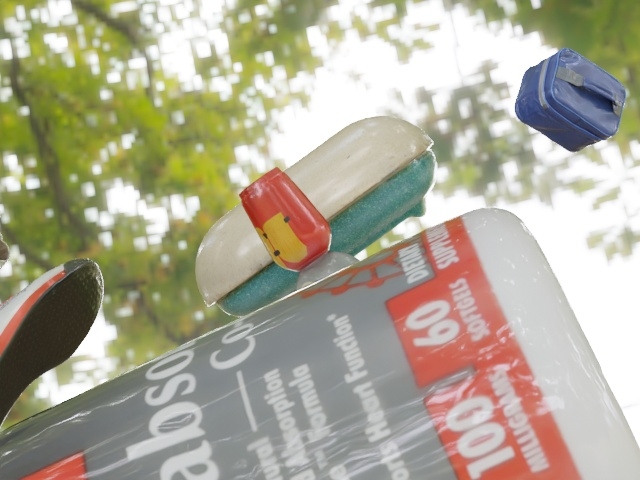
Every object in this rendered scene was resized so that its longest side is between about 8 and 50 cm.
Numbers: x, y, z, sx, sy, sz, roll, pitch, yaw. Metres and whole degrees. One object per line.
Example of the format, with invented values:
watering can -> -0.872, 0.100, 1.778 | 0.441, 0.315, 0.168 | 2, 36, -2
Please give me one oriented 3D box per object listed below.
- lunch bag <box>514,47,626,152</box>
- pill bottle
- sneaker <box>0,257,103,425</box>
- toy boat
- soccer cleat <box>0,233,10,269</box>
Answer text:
lunch bag -> 0.241, -0.130, 1.574 | 0.098, 0.067, 0.065 | 27, -27, -22
pill bottle -> -0.037, 0.150, 0.727 | 0.363, 0.210, 0.210 | -26, -21, 5
sneaker -> -0.333, 0.103, 1.594 | 0.145, 0.270, 0.090 | 13, -40, 30
toy boat -> 0.000, 0.000, 1.540 | 0.267, 0.148, 0.318 | -36, 1, 8
soccer cleat -> -0.360, 0.032, 1.748 | 0.076, 0.068, 0.196 | -5, -38, -8
